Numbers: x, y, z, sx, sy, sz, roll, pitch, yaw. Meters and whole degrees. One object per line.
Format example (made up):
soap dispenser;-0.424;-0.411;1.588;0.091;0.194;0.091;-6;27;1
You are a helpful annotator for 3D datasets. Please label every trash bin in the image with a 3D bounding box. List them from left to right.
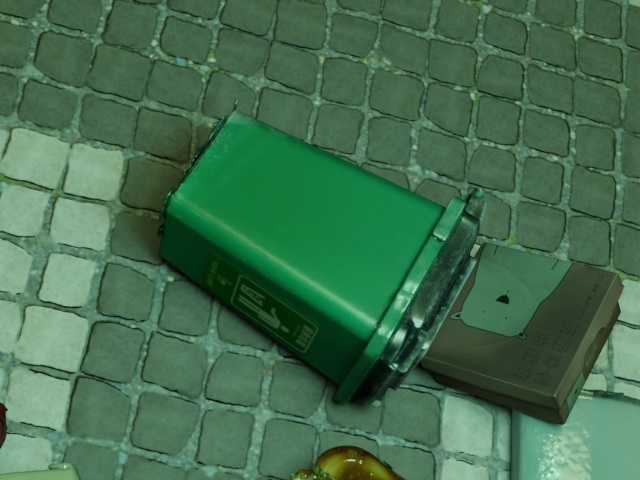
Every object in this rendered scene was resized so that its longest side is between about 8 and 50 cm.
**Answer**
trash bin;0.000;0.000;1.572;0.381;0.259;0.295;31;64;2

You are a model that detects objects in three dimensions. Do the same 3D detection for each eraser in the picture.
eraser;0.351;0.350;1.600;0.189;0.104;0.290;10;66;-10

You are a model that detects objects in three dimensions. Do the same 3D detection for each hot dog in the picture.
hot dog;0.099;0.377;1.506;0.337;0.100;0.135;37;54;-14

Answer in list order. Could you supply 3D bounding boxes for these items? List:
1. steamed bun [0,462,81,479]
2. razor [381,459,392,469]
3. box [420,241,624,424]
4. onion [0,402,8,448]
steamed bun;-0.387;0.367;1.361;0.226;0.170;0.200;4;38;-22
razor;0.037;0.365;1.548;0.066;0.033;0.190;39;63;3
box;0.280;0.125;1.628;0.215;0.086;0.215;14;58;33
onion;-0.458;0.239;1.401;0.184;0.184;0.147;-1;100;-16
